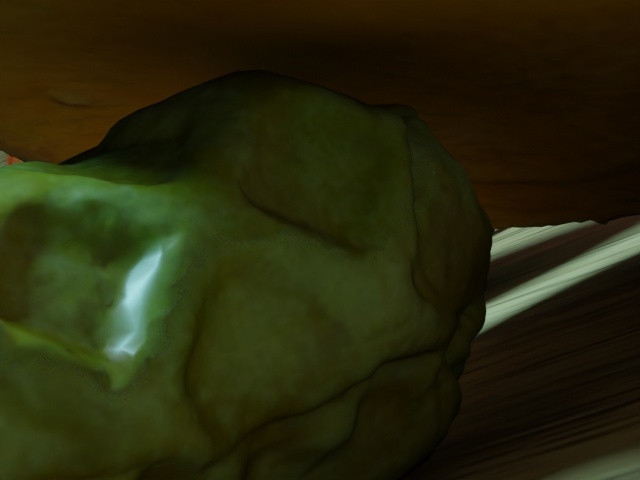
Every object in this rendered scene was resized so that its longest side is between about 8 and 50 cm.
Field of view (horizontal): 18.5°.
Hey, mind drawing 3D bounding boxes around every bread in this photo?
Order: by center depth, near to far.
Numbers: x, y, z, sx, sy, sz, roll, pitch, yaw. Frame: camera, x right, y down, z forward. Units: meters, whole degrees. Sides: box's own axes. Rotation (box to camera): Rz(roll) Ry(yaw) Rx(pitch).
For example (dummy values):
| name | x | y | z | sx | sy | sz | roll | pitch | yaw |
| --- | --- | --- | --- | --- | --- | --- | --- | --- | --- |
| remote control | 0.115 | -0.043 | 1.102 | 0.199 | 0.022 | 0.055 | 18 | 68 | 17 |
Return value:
| name | x | y | z | sx | sy | sz | roll | pitch | yaw |
| --- | --- | --- | --- | --- | --- | --- | --- | --- | --- |
| bread | -0.083 | 0.045 | 0.329 | 0.269 | 0.098 | 0.087 | -25 | 41 | -28 |

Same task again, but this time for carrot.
| name | x | y | z | sx | sy | sz | roll | pitch | yaw |
| --- | --- | --- | --- | --- | --- | --- | --- | --- | --- |
| carrot | 0.034 | -0.060 | 0.432 | 0.258 | 0.100 | 0.307 | -4 | -18 | 15 |

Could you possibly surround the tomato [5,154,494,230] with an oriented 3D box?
| name | x | y | z | sx | sy | sz | roll | pitch | yaw |
| --- | --- | --- | --- | --- | --- | --- | --- | --- | --- |
| tomato | -0.018 | -0.027 | 0.687 | 0.187 | 0.151 | 0.187 | -8 | 44 | 8 |
